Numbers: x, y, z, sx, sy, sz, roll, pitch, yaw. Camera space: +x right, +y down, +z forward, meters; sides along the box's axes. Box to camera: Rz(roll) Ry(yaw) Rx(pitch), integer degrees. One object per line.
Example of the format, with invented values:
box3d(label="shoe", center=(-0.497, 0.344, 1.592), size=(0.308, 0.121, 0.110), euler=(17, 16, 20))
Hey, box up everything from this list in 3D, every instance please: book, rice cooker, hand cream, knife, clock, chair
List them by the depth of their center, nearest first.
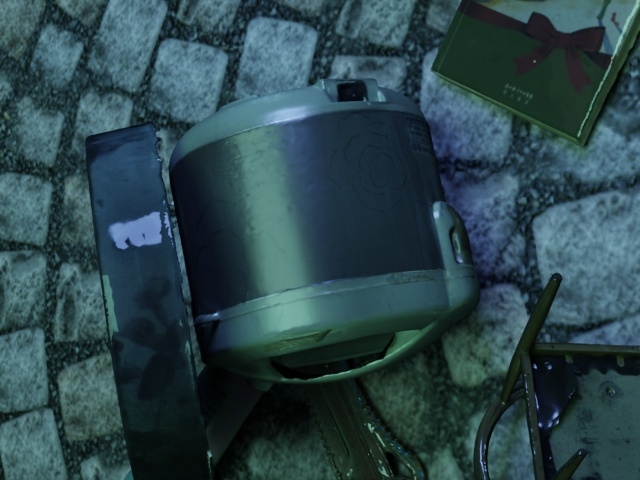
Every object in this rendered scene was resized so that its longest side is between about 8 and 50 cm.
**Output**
box3d(label="chair", center=(0.251, 0.163, 1.130), size=(0.272, 0.166, 0.188), euler=(109, 161, -59))
box3d(label="book", center=(0.242, -0.261, 1.260), size=(0.201, 0.026, 0.289), euler=(32, 106, 36))
box3d(label="rice cooker", center=(0.001, 0.003, 1.272), size=(0.288, 0.288, 0.277), euler=(-20, 77, 34))
box3d(label="clock", center=(-0.173, 0.073, 1.278), size=(0.076, 0.386, 0.386), euler=(-9, 79, -8))
box3d(label="knife", center=(0.012, 0.142, 1.399), size=(0.089, 0.043, 0.365), euler=(-24, 67, -2))
box3d(label="hand cream", center=(-0.150, 0.227, 1.471), size=(0.111, 0.070, 0.312), euler=(42, 104, 33))

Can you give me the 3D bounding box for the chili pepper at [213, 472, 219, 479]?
box3d(label="chili pepper", center=(-0.138, 0.287, 1.503), size=(0.178, 0.027, 0.045), euler=(44, 100, 30))
